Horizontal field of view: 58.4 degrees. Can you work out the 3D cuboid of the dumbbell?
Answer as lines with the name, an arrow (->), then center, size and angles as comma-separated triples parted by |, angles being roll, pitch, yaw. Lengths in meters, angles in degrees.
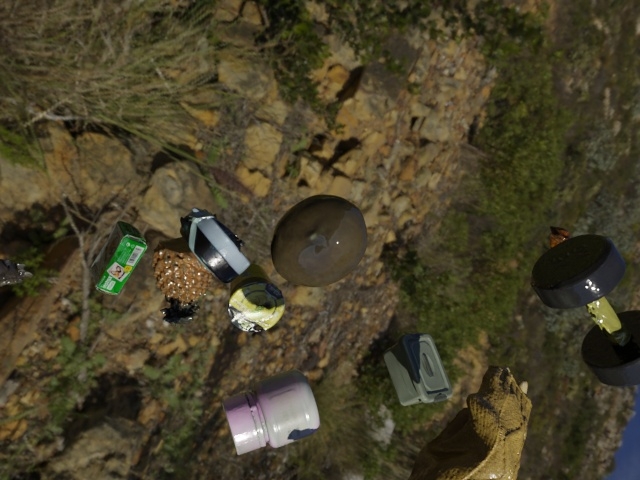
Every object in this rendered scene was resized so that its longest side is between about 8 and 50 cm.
dumbbell -> 0.660, 0.164, 1.345 | 0.204, 0.322, 0.204 | -36, -167, 9

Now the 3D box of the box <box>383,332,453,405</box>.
box -> 0.230, 0.319, 1.394 | 0.093, 0.124, 0.172 | -38, -121, 39

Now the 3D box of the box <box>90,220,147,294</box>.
box -> -0.776, 0.067, 2.195 | 0.250, 0.103, 0.180 | -57, -144, 5

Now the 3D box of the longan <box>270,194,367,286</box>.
longan -> 0.000, 0.000, 1.212 | 0.220, 0.196, 0.196 | -40, -173, 20

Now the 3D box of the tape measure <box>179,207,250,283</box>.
tape measure -> -0.242, 0.010, 1.325 | 0.107, 0.181, 0.182 | -41, 178, -7

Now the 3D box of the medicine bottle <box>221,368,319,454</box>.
medicine bottle -> -0.179, 0.613, 2.036 | 0.241, 0.302, 0.241 | 164, -90, -74

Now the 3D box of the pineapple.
pineapple -> -0.489, 0.171, 2.025 | 0.223, 0.223, 0.357 | -59, 160, -69

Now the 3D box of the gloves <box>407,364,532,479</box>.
gloves -> 0.297, 0.398, 1.093 | 0.356, 0.155, 0.203 | -47, 168, -24

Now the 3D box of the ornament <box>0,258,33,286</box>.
ornament -> -0.758, 0.073, 1.244 | 0.251, 0.260, 0.106 | -30, -119, 46

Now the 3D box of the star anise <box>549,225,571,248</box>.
star anise -> 0.777, 0.048, 1.811 | 0.212, 0.196, 0.111 | -29, 178, -23

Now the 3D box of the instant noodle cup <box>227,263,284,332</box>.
instant noodle cup -> -0.259, 0.200, 2.185 | 0.215, 0.215, 0.236 | -64, -157, 17
